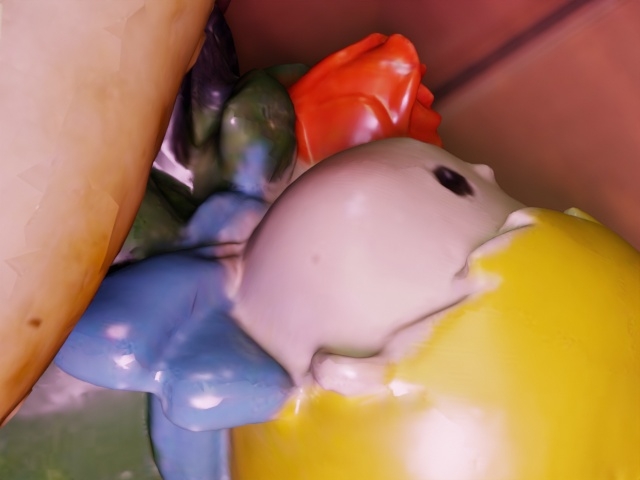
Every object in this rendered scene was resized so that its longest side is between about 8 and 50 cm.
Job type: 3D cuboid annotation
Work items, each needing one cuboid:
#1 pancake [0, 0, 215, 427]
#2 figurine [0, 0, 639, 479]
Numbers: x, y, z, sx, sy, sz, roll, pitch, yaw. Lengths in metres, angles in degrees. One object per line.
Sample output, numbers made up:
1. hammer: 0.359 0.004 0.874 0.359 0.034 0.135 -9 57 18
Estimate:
1. pancake: -0.151 -0.028 0.453 0.387 0.082 0.387 -30 41 30
2. figurine: 0.006 0.004 0.478 0.234 0.127 0.185 4 59 23
